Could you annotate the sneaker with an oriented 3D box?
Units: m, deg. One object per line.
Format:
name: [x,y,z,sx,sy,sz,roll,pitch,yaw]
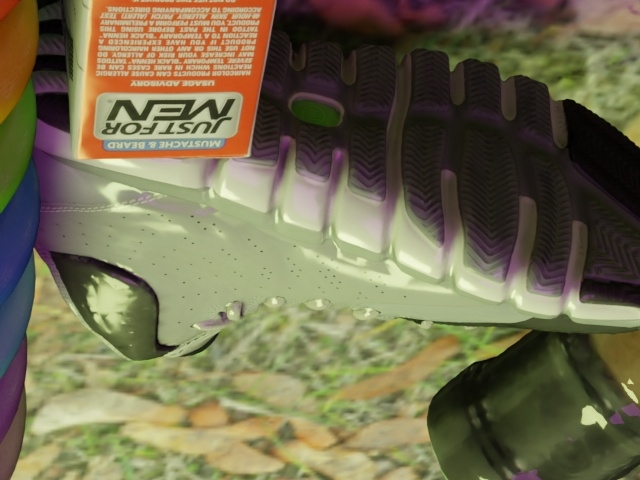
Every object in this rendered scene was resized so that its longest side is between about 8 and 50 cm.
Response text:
sneaker: [0.000,0.000,0.607,0.228,0.086,0.132,18,141,-9]

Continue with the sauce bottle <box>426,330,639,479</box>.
sauce bottle: [0.178,-0.008,0.620,0.111,0.111,0.344,26,125,-37]

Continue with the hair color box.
hair color box: [-0.037,-0.110,0.460,0.053,0.093,0.167,0,139,-14]

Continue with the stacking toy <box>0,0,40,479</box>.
stacking toy: [-0.121,-0.037,0.464,0.141,0.141,0.330,3,143,-18]
